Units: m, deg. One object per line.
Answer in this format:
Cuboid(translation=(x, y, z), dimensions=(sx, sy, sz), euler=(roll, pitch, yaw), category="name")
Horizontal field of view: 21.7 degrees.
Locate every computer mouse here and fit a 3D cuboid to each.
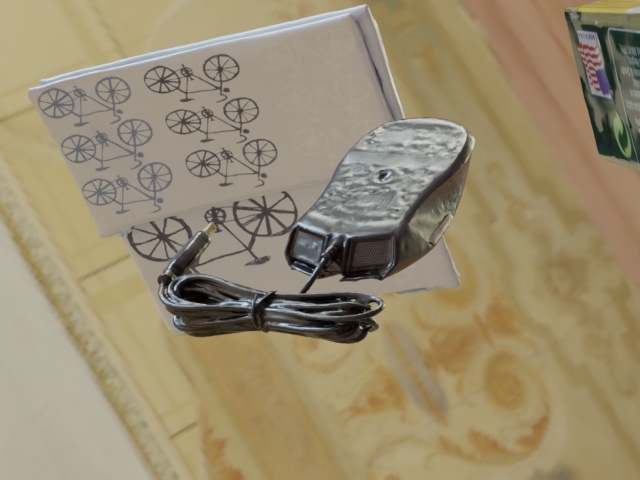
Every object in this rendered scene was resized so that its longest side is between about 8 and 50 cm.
Cuboid(translation=(0.000, 0.000, 1.185), dimensions=(0.262, 0.184, 0.060), euler=(-57, -39, -48), category="computer mouse")

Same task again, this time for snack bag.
Cuboid(translation=(-0.063, -0.046, 1.564), dimensions=(0.037, 0.323, 0.343), euler=(-85, -21, -49), category="snack bag")

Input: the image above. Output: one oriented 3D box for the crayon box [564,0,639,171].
Cuboid(translation=(0.286, -0.101, 0.702), dimensions=(0.318, 0.202, 0.081), euler=(-17, -79, -4), category="crayon box")
